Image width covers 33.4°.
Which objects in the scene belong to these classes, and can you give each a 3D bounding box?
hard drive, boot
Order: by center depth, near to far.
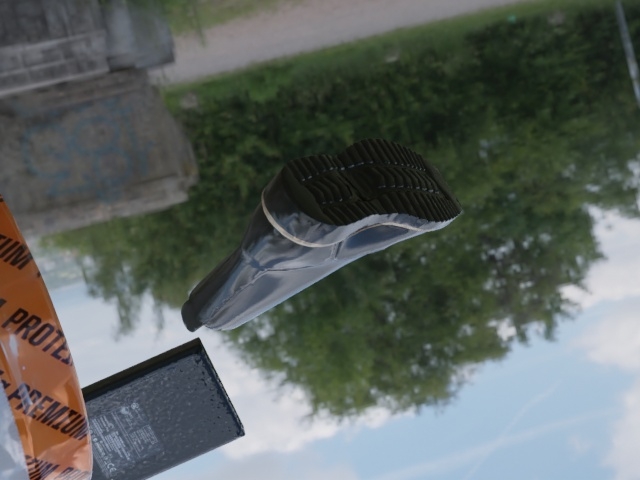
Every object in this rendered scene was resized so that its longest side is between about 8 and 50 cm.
[{"bbox_3d":[0.000,0.000,0.748,0.198,0.076,0.137,-4,145,-49],"label":"boot"},{"bbox_3d":[-0.141,0.147,0.872,0.135,0.094,0.022,-23,-158,-1],"label":"hard drive"}]

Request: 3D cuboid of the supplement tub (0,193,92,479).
[{"bbox_3d":[-0.248,0.080,0.335,0.316,0.193,0.194,-23,-175,-27],"label":"supplement tub"}]
